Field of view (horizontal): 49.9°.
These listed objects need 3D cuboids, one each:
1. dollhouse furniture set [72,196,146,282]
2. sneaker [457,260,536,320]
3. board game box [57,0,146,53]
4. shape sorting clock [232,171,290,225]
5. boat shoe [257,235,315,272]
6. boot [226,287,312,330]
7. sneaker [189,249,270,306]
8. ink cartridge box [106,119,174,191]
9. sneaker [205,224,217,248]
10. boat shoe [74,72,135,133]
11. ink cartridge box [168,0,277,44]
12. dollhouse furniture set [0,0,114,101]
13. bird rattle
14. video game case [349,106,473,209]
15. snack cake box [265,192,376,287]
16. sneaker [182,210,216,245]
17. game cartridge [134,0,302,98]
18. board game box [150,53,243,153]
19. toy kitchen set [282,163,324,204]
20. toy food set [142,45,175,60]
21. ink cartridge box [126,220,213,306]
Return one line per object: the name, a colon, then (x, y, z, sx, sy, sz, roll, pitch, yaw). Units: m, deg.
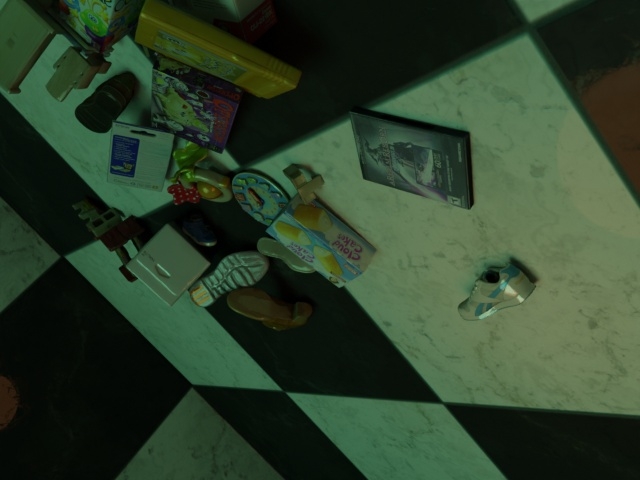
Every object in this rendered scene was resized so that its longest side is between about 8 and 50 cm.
dollhouse furniture set: (-0.804, -0.027, 2.720, 0.374, 0.152, 0.201, 39, 156, 38)
sneaker: (0.394, 0.118, 1.603, 0.092, 0.087, 0.228, 49, 143, -2)
board game box: (-0.487, -0.583, 1.572, 0.142, 0.144, 0.275, 42, 151, -6)
shape sorting clock: (-0.166, -0.112, 1.953, 0.206, 0.040, 0.206, 28, 149, 19)
boat shoe: (-0.090, 0.039, 2.074, 0.206, 0.075, 0.065, 21, -171, 20)
boot: (-0.182, 0.245, 2.295, 0.295, 0.104, 0.211, 10, 157, -14)
sneaker: (-0.285, 0.101, 2.305, 0.321, 0.180, 0.125, -25, 96, 23)
ink cartridge box: (-0.541, -0.264, 2.062, 0.175, 0.069, 0.371, 9, 156, -16)
sneaker: (-0.393, -0.018, 2.342, 0.069, 0.038, 0.098, 18, 135, 35)
boat shoe: (-0.620, -0.401, 2.015, 0.111, 0.104, 0.307, 44, 150, -26)
ink cartridge box: (-0.220, -0.541, 1.359, 0.197, 0.114, 0.273, 21, 147, 30)
dollhouse furniture set: (-0.656, -0.461, 1.739, 0.286, 0.303, 0.198, 44, 108, -1)
bird rattle: (-0.356, -0.161, 2.026, 0.206, 0.143, 0.253, 19, 151, 2)
video game case: (0.195, -0.177, 1.478, 0.274, 0.026, 0.196, 19, 144, 31)
snack cake box: (0.000, 0.000, 1.848, 0.264, 0.089, 0.152, 38, 148, -8)
sneaker: (-0.397, -0.044, 2.258, 0.152, 0.058, 0.085, 31, 127, 35)
game cartridge: (-0.223, -0.385, 1.432, 0.323, 0.053, 0.285, 24, 179, -18)
board game box: (-0.313, -0.324, 1.694, 0.208, 0.056, 0.347, 17, 164, -10)
toy kitchen set: (-0.040, -0.153, 1.762, 0.083, 0.068, 0.075, 61, 172, -33)
toy food set: (-0.393, -0.482, 1.734, 0.122, 0.019, 0.078, 17, 144, 21)
ink cartridge box: (-0.501, 0.071, 2.320, 0.198, 0.197, 0.270, 44, 178, -8)
